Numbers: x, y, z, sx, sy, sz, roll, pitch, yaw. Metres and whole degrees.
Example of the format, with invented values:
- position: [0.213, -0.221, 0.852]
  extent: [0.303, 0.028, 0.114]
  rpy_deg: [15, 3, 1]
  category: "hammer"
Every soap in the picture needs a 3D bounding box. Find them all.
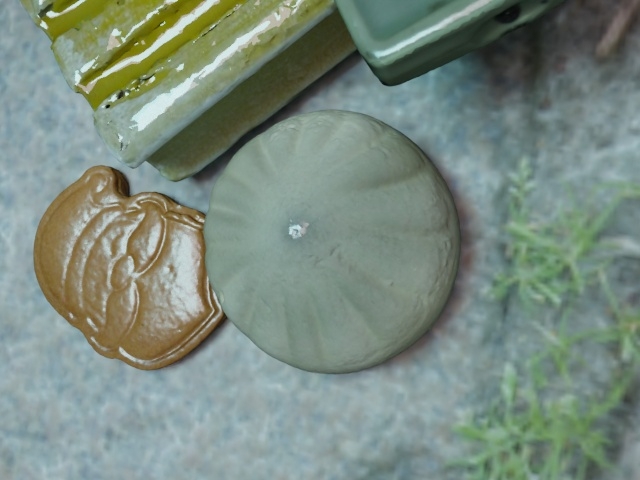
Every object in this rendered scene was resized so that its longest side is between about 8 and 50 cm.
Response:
- position: [-0.025, -0.179, 0.419]
  extent: [0.274, 0.089, 0.173]
  rpy_deg: [-36, 75, 10]
  category: "soap"

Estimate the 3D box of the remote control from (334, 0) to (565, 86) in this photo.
- position: [0.019, -0.214, 0.345]
  extent: [0.123, 0.038, 0.285]
  rpy_deg: [-25, 77, 12]
  category: "remote control"

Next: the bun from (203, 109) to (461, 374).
- position: [0.000, 0.000, 0.396]
  extent: [0.138, 0.094, 0.138]
  rpy_deg: [0, 89, 14]
  category: "bun"

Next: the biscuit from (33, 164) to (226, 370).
- position: [-0.111, 0.017, 0.463]
  extent: [0.130, 0.019, 0.102]
  rpy_deg: [33, 96, 15]
  category: "biscuit"
